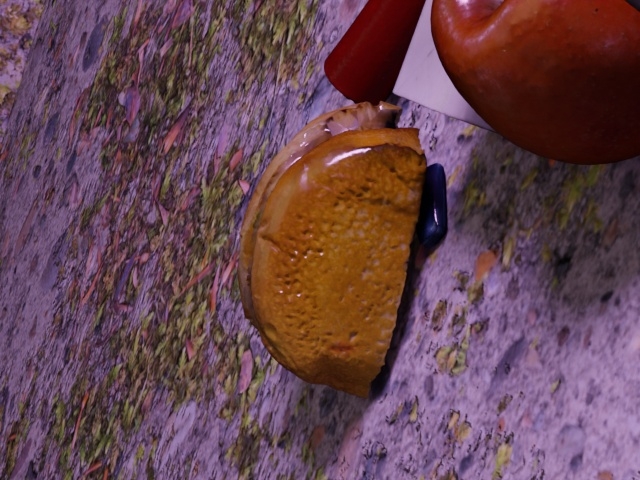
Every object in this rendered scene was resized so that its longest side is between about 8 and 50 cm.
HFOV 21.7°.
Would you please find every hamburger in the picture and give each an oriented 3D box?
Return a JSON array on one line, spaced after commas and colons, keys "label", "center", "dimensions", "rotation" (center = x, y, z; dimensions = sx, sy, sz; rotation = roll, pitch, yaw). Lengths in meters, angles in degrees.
[{"label": "hamburger", "center": [0.000, 0.000, 1.599], "dimensions": [0.144, 0.156, 0.283], "rotation": [-130, 50, -77]}]

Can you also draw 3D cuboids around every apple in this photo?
[{"label": "apple", "center": [0.199, -0.166, 1.260], "dimensions": [0.218, 0.201, 0.218], "rotation": [-34, 45, 43]}]

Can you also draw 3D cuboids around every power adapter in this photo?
[{"label": "power adapter", "center": [0.165, -0.195, 1.427], "dimensions": [0.205, 0.130, 0.125], "rotation": [-69, 25, 6]}]

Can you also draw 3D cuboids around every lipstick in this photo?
[{"label": "lipstick", "center": [0.090, -0.240, 1.672], "dimensions": [0.241, 0.080, 0.080], "rotation": [-55, 30, 36]}]

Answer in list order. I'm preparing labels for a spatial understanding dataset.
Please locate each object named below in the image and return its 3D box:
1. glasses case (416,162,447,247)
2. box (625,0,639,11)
[{"label": "glasses case", "center": [0.103, -0.036, 1.580], "dimensions": [0.033, 0.023, 0.083], "rotation": [-45, 37, 51]}, {"label": "box", "center": [0.341, -0.242, 0.946], "dimensions": [0.345, 0.251, 0.204], "rotation": [-63, 27, 21]}]
